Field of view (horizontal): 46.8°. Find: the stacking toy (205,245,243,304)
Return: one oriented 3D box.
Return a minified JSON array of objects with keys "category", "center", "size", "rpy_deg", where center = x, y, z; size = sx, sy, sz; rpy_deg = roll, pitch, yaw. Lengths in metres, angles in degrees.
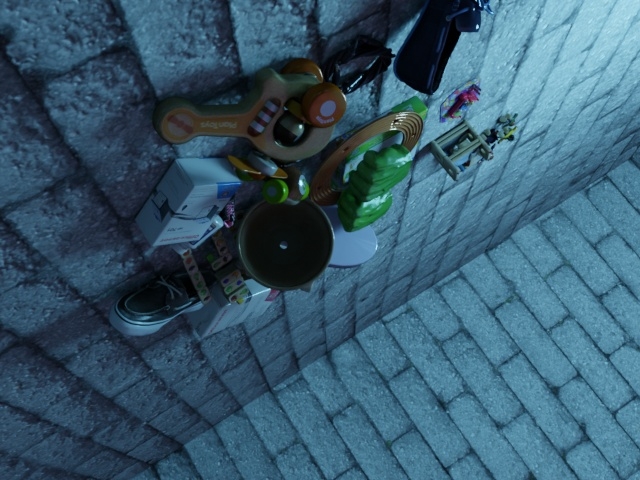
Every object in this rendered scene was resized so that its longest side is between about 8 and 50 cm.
[{"category":"stacking toy","center":[-0.193,0.055,1.932],"size":[0.167,0.052,0.221],"rpy_deg":[-41,146,-13]}]

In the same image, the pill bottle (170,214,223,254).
[{"category":"pill bottle","center":[-0.285,-0.023,1.675],"size":[0.120,0.067,0.067],"rpy_deg":[-38,161,9]}]

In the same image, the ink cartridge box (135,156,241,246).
[{"category":"ink cartridge box","center":[-0.275,-0.081,1.535],"size":[0.139,0.082,0.191],"rpy_deg":[-10,148,-51]}]

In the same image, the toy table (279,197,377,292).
[{"category":"toy table","center":[0.000,0.000,1.989],"size":[0.252,0.274,0.161],"rpy_deg":[-63,-176,-25]}]

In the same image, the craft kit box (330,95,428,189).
[{"category":"craft kit box","center":[0.146,-0.235,1.916],"size":[0.250,0.061,0.247],"rpy_deg":[-30,163,-15]}]

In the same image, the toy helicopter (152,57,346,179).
[{"category":"toy helicopter","center":[-0.136,-0.207,1.371],"size":[0.355,0.140,0.235],"rpy_deg":[-5,128,-28]}]

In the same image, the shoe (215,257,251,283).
[{"category":"shoe","center":[-0.216,0.078,2.057],"size":[0.219,0.058,0.076],"rpy_deg":[-8,157,-48]}]

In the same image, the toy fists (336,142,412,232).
[{"category":"toy fists","center":[0.118,-0.124,1.820],"size":[0.142,0.096,0.279],"rpy_deg":[-34,162,-33]}]

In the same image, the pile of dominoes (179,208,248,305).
[{"category":"pile of dominoes","center":[-0.232,0.048,1.821],"size":[0.196,0.040,0.251],"rpy_deg":[-34,137,-18]}]

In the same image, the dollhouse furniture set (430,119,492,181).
[{"category":"dollhouse furniture set","center":[0.419,-0.243,2.230],"size":[0.129,0.129,0.184],"rpy_deg":[-33,161,-6]}]

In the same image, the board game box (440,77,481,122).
[{"category":"board game box","center":[0.394,-0.372,2.032],"size":[0.133,0.033,0.169],"rpy_deg":[-34,160,-4]}]

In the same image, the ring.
[{"category":"ring","center":[0.107,-0.202,1.805],"size":[0.336,0.032,0.336],"rpy_deg":[-31,160,-13]}]

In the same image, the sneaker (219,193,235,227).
[{"category":"sneaker","center":[-0.211,-0.073,1.698],"size":[0.047,0.057,0.119],"rpy_deg":[-23,156,-26]}]

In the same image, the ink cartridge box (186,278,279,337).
[{"category":"ink cartridge box","center":[-0.249,0.169,2.140],"size":[0.237,0.100,0.172],"rpy_deg":[-18,155,-42]}]

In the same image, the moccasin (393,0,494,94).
[{"category":"moccasin","center":[0.278,-0.449,1.481],"size":[0.137,0.117,0.342],"rpy_deg":[-24,150,-47]}]

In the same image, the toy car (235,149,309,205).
[{"category":"toy car","center":[-0.063,-0.185,1.578],"size":[0.188,0.149,0.155],"rpy_deg":[-54,168,16]}]

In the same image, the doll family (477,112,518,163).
[{"category":"doll family","center":[0.570,-0.328,2.380],"size":[0.193,0.076,0.111],"rpy_deg":[-36,166,19]}]

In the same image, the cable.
[{"category":"cable","center":[0.079,-0.352,1.530],"size":[0.150,0.047,0.184],"rpy_deg":[-47,159,26]}]

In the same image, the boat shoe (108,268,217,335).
[{"category":"boat shoe","center":[-0.385,0.132,1.840],"size":[0.119,0.121,0.335],"rpy_deg":[-54,165,28]}]

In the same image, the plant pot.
[{"category":"plant pot","center":[-0.087,0.007,1.820],"size":[0.237,0.237,0.110],"rpy_deg":[-33,178,-6]}]
